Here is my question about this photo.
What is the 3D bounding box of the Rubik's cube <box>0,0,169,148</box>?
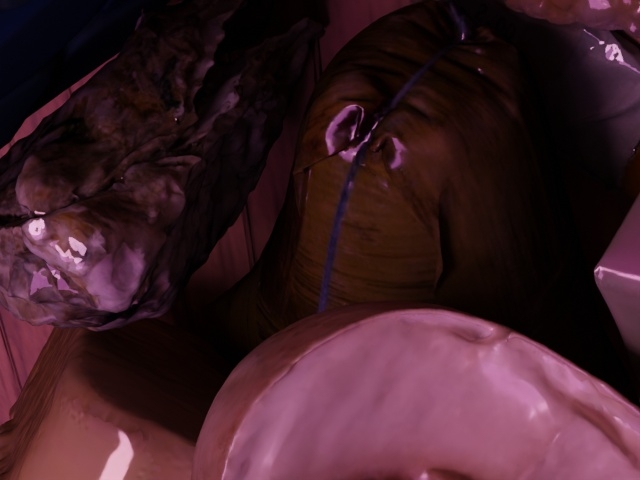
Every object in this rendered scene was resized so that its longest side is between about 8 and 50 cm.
[{"bbox_3d":[-0.228,-0.203,0.676,0.347,0.344,0.346,49,145,-1],"label":"Rubik's cube"}]

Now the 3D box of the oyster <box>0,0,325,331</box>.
[{"bbox_3d":[-0.086,-0.030,0.801,0.112,0.267,0.198,46,133,-4],"label":"oyster"}]

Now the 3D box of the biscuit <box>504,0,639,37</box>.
[{"bbox_3d":[0.194,-0.130,0.632,0.290,0.038,0.141,13,135,32],"label":"biscuit"}]

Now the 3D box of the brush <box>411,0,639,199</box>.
[{"bbox_3d":[0.061,-0.114,0.785,0.336,0.020,0.085,37,142,9],"label":"brush"}]

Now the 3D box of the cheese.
[{"bbox_3d":[-0.050,0.135,0.905,0.384,0.104,0.384,27,-178,-1],"label":"cheese"}]

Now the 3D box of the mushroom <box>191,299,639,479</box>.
[{"bbox_3d":[0.058,0.143,0.688,0.254,0.195,0.189,35,177,3],"label":"mushroom"}]

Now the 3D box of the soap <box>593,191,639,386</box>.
[{"bbox_3d":[0.234,0.032,0.649,0.199,0.138,0.182,15,150,32],"label":"soap"}]

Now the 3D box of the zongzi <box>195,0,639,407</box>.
[{"bbox_3d":[0.000,0.000,0.858,0.300,0.138,0.286,19,144,40],"label":"zongzi"}]
